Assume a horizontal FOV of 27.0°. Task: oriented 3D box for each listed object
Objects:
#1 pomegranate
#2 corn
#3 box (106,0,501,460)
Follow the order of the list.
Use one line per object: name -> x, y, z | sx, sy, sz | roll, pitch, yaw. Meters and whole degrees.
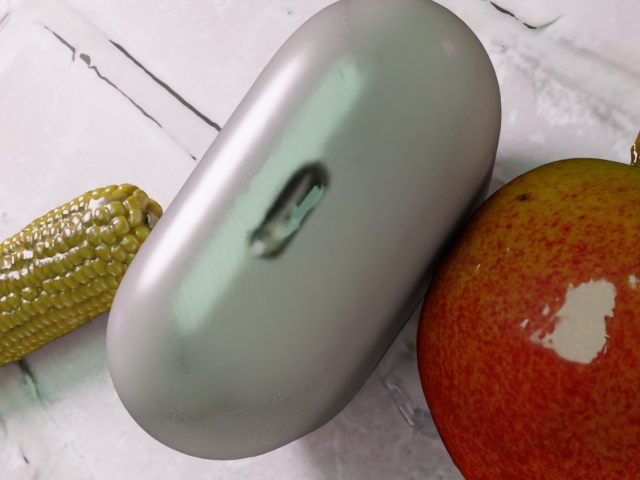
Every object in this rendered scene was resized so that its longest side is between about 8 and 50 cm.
pomegranate -> 0.170, 0.044, 0.757 | 0.221, 0.221, 0.257 | 14, 69, 41
corn -> -0.242, 0.038, 1.143 | 0.310, 0.101, 0.101 | -27, 53, 25
box -> 0.001, 0.001, 0.834 | 0.141, 0.349, 0.289 | 33, 89, 7
